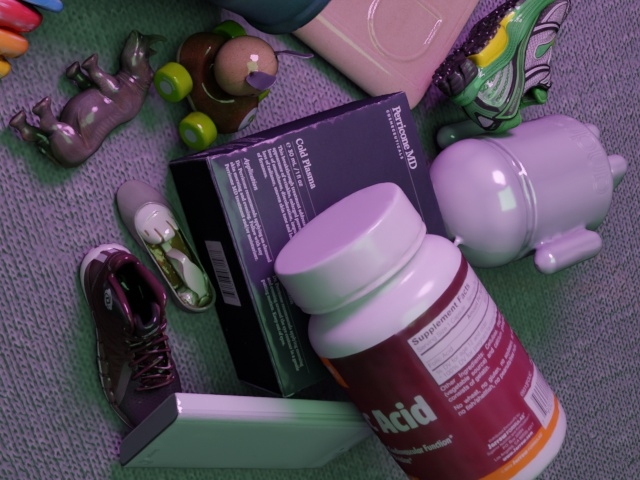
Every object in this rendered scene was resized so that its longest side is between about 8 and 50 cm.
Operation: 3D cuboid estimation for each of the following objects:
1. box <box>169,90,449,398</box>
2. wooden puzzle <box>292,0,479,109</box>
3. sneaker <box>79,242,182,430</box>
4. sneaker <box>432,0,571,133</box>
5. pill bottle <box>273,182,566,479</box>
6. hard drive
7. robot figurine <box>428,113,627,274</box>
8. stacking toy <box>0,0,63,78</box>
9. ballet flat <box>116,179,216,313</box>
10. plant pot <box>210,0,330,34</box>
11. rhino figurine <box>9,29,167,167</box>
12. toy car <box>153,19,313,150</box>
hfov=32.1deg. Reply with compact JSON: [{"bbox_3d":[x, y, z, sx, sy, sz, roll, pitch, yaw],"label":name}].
[{"bbox_3d":[0.000,0.000,1.582,0.312,0.179,0.343,-20,99,-22],"label":"box"},{"bbox_3d":[0.090,-0.418,1.681,0.322,0.080,0.348,36,81,-21],"label":"wooden puzzle"},{"bbox_3d":[-0.240,0.143,1.479,0.106,0.162,0.281,-23,100,-23],"label":"sneaker"},{"bbox_3d":[0.299,-0.281,1.713,0.146,0.134,0.343,51,53,-13],"label":"sneaker"},{"bbox_3d":[0.125,0.136,1.423,0.224,0.224,0.392,-41,107,-19],"label":"pill bottle"},{"bbox_3d":[-0.093,0.265,1.521,0.307,0.203,0.040,7,59,-30],"label":"hard drive"},{"bbox_3d":[0.301,-0.076,1.702,0.353,0.200,0.300,-19,56,-30],"label":"robot figurine"},{"bbox_3d":[-0.464,-0.213,1.396,0.175,0.166,0.302,20,97,-33],"label":"stacking toy"},{"bbox_3d":[-0.207,0.007,1.545,0.072,0.068,0.213,-34,104,-21],"label":"ballet flat"},{"bbox_3d":[-0.159,-0.463,1.383,0.334,0.341,0.341,10,86,-35],"label":"plant pot"},{"bbox_3d":[-0.294,-0.197,1.501,0.243,0.073,0.106,-47,118,-20],"label":"rhino figurine"},{"bbox_3d":[-0.099,-0.218,1.501,0.155,0.188,0.149,-46,122,-36],"label":"toy car"}]
